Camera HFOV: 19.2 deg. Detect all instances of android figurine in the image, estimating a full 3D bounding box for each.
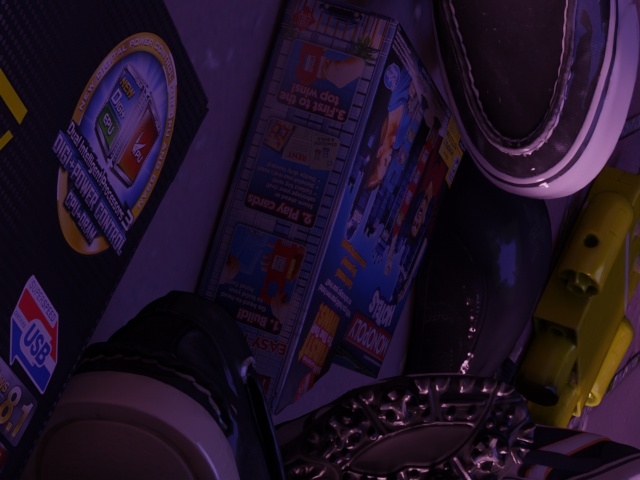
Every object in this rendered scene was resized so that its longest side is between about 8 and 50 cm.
[{"bbox_3d":[0.248,0.047,1.709,0.273,0.056,0.248,-60,157,-27],"label":"android figurine"}]

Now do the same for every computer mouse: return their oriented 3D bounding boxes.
[{"bbox_3d":[0.116,0.053,1.317,0.188,0.072,0.272,-49,151,-46],"label":"computer mouse"}]

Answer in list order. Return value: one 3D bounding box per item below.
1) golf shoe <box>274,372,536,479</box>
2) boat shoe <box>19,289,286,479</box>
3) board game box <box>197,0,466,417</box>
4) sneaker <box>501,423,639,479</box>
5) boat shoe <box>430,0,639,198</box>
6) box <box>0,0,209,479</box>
[{"bbox_3d":[0.015,0.108,0.967,0.094,0.198,0.077,-54,122,-73],"label":"golf shoe"},{"bbox_3d":[-0.061,0.167,0.855,0.113,0.127,0.340,-68,155,-50],"label":"boat shoe"},{"bbox_3d":[0.000,0.000,0.966,0.194,0.060,0.194,-67,161,-9],"label":"board game box"},{"bbox_3d":[0.145,0.225,1.506,0.321,0.127,0.126,-4,107,-43],"label":"sneaker"},{"bbox_3d":[0.091,-0.171,0.936,0.102,0.108,0.301,-3,94,-61],"label":"boat shoe"},{"bbox_3d":[-0.132,-0.027,0.575,0.216,0.060,0.270,-64,160,-21],"label":"box"}]
